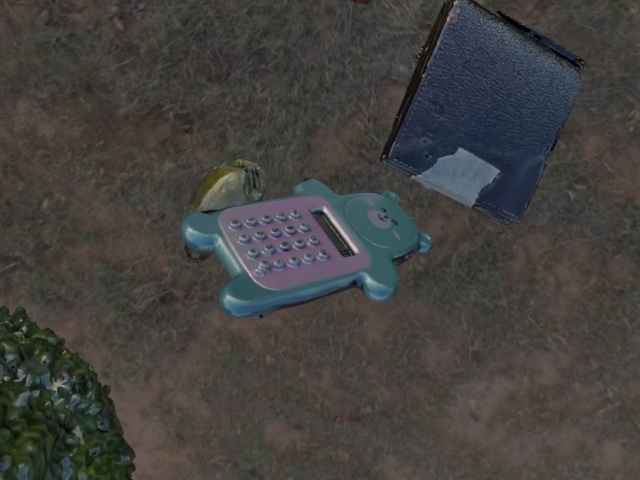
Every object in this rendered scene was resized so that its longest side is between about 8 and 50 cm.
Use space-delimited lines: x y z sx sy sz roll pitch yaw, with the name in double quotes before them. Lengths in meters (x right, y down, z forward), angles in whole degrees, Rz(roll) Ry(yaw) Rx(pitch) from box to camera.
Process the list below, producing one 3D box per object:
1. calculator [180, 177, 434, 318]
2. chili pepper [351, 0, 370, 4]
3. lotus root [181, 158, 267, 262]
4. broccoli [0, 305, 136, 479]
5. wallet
"calculator" 0.000 0.000 0.342 0.141 0.094 0.019 -12 140 -34
"chili pepper" -0.018 -0.331 0.584 0.110 0.387 0.110 -13 138 -12
"lotus root" -0.147 -0.038 0.925 0.088 0.113 0.192 41 121 8
"broccoli" -0.248 0.136 0.357 0.260 0.288 0.235 -34 83 9
"wallet" 0.224 -0.180 0.855 0.221 0.071 0.262 25 85 -16
